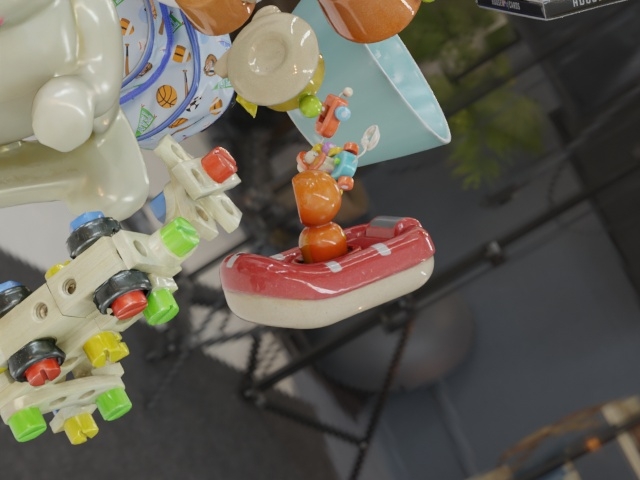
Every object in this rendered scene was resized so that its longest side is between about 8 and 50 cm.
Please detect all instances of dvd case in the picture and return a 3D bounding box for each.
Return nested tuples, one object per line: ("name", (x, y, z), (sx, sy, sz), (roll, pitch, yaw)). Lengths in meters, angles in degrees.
("dvd case", (0.317, -0.318, 1.922), (0.239, 0.179, 0.029), (-138, -146, -70))

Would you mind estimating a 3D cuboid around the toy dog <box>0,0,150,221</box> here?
("toy dog", (-0.308, -0.225, 1.420), (0.408, 0.285, 0.395), (99, -10, -65))

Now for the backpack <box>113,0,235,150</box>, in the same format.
("backpack", (-0.241, -0.255, 2.013), (0.213, 0.276, 0.263), (-15, 78, -57))

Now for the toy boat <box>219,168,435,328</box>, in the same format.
("toy boat", (0.000, 0.000, 1.599), (0.151, 0.231, 0.151), (5, -68, 57))

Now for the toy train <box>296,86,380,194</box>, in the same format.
("toy train", (0.011, -0.122, 1.845), (0.046, 0.125, 0.166), (22, 11, -23))

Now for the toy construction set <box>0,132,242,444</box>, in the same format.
("toy construction set", (-0.187, 0.054, 1.353), (0.151, 0.327, 0.215), (45, 14, 24))

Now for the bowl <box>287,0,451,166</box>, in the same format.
("bowl", (0.038, -0.231, 2.227), (0.311, 0.163, 0.311), (52, 16, -21))

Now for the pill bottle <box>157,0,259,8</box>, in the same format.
("pill bottle", (-0.105, -0.474, 1.695), (0.229, 0.407, 0.229), (10, 46, -11))

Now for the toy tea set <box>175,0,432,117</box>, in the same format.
("toy tea set", (-0.052, -0.253, 1.408), (0.336, 0.200, 0.124), (48, 6, 27))
